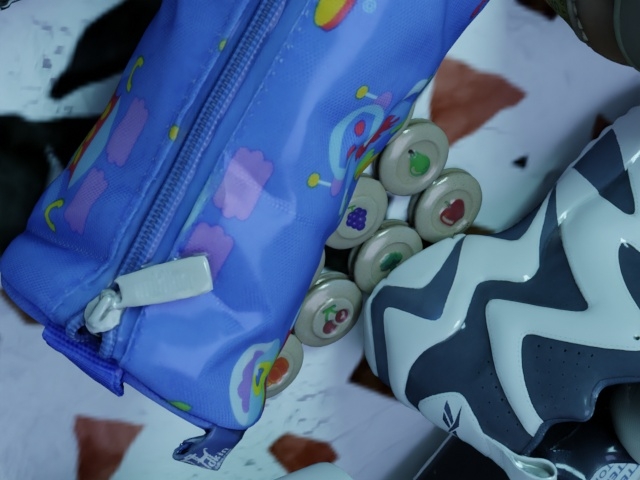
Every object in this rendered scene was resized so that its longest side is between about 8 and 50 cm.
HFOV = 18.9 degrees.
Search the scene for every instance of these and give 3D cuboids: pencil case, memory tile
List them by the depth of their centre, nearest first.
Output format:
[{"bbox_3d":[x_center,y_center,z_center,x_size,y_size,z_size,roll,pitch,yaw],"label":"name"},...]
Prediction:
[{"bbox_3d":[-0.009,-0.071,0.711,0.306,0.119,0.133,-59,175,12],"label":"pencil case"},{"bbox_3d":[0.000,0.000,0.847,0.148,0.012,0.113,-41,134,-3],"label":"memory tile"}]

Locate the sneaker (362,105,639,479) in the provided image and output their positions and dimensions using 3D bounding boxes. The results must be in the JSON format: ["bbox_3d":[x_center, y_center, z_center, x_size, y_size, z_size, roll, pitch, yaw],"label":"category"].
[{"bbox_3d":[0.152,0.032,0.867,0.235,0.153,0.094,-27,142,-20],"label":"sneaker"}]

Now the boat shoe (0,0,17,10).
[{"bbox_3d":[-0.141,-0.106,0.642,0.219,0.078,0.070,-15,162,-30],"label":"boat shoe"}]

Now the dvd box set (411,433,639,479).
[{"bbox_3d":[0.155,0.248,1.072,0.307,0.062,0.420,-49,135,-6],"label":"dvd box set"}]

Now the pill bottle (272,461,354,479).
[{"bbox_3d":[-0.079,0.186,0.838,0.229,0.131,0.131,-21,130,-21],"label":"pill bottle"}]

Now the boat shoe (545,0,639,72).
[{"bbox_3d":[0.231,-0.120,0.868,0.307,0.104,0.111,5,108,-35],"label":"boat shoe"}]
